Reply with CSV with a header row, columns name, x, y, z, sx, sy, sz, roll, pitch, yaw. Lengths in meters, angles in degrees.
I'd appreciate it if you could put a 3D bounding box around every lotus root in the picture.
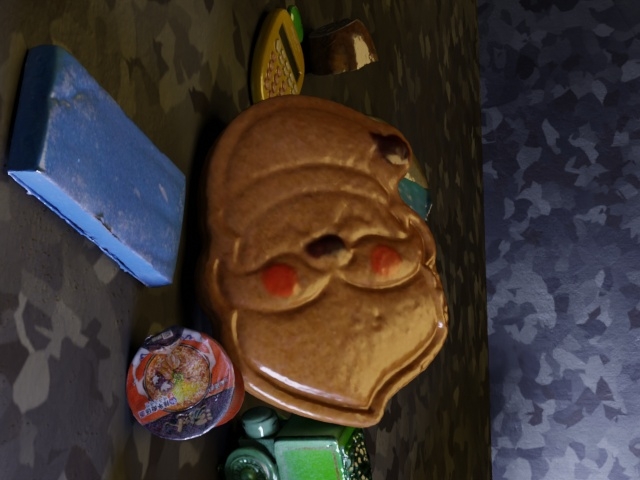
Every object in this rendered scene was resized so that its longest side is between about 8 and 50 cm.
name,x,y,z,sx,sy,sz,roll,pitch,yaw
lotus root,0.030,-0.325,1.979,0.122,0.112,0.081,-138,-153,-70

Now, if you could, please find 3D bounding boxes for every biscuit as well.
name,x,y,z,sx,sy,sz,roll,pitch,yaw
biscuit,-0.001,0.023,1.527,0.078,0.350,0.455,139,-60,-63

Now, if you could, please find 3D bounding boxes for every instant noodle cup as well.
name,x,y,z,sx,sy,sz,roll,pitch,yaw
instant noodle cup,-0.145,0.170,1.346,0.135,0.127,0.127,49,40,-76

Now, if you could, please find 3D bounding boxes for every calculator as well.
name,x,y,z,sx,sy,sz,roll,pitch,yaw
calculator,-0.064,-0.272,1.799,0.146,0.032,0.235,70,26,-43

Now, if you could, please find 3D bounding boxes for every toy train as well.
name,x,y,z,sx,sy,sz,roll,pitch,yaw
toy train,-0.024,0.334,1.561,0.132,0.188,0.243,-46,130,-64

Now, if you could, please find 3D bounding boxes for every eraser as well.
name,x,y,z,sx,sy,sz,roll,pitch,yaw
eraser,-0.225,-0.068,1.236,0.312,0.042,0.144,52,38,-61

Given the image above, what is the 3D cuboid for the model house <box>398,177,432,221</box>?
name,x,y,z,sx,sy,sz,roll,pitch,yaw
model house,0.000,0.000,1.681,0.303,0.215,0.237,30,57,-45

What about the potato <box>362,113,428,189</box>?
name,x,y,z,sx,sy,sz,roll,pitch,yaw
potato,0.104,-0.109,2.062,0.251,0.159,0.174,47,48,-15
